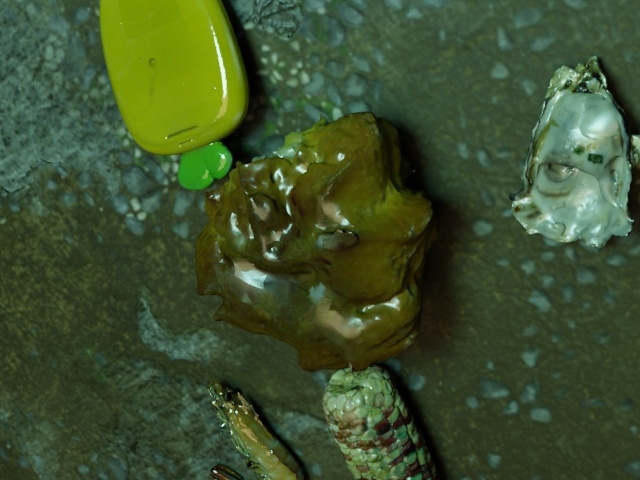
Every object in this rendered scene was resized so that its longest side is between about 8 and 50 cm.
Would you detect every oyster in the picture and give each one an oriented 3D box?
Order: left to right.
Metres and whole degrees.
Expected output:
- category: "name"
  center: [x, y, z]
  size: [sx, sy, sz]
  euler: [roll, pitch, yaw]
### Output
- category: "oyster"
  center: [0.224, -0.067, 0.796]
  size: [0.108, 0.053, 0.165]
  euler: [27, 130, 31]

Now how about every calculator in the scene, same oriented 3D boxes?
- category: "calculator"
  center: [-0.140, -0.163, 0.895]
  size: [0.146, 0.032, 0.234]
  euler: [-16, 92, 30]

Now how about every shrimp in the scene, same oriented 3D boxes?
- category: "shrimp"
  center: [-0.095, 0.240, 1.091]
  size: [0.124, 0.034, 0.178]
  euler: [-31, 104, 38]

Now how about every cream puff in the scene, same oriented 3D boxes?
- category: "cream puff"
  center: [0.000, 0.000, 0.871]
  size: [0.241, 0.155, 0.268]
  euler: [30, 128, 14]

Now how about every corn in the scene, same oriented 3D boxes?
- category: "corn"
  center: [0.079, 0.245, 0.988]
  size: [0.086, 0.086, 0.253]
  euler: [-17, 108, 29]
